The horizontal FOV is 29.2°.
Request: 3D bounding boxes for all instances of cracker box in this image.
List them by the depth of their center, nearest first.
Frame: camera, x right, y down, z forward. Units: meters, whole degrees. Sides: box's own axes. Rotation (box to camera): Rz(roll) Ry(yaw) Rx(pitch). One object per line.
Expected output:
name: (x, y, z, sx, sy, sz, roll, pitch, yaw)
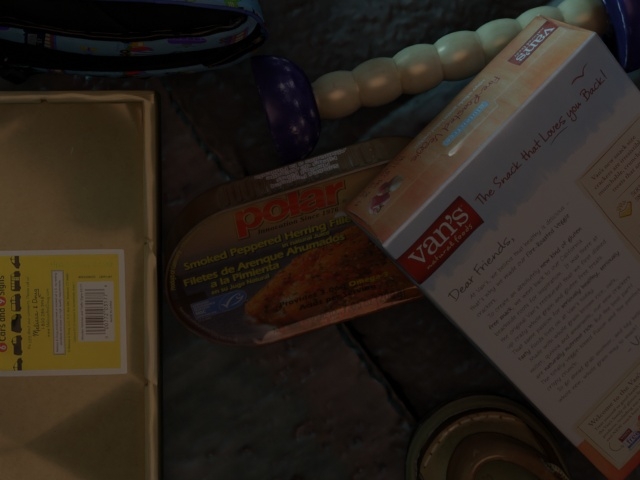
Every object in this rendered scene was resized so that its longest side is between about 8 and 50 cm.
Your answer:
cracker box: (0.147, 0.010, 0.698, 0.156, 0.067, 0.232, -44, 118, 0)

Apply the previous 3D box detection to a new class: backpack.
backpack: (-0.114, -0.151, 0.673, 0.173, 0.158, 0.116, 3, 86, 4)

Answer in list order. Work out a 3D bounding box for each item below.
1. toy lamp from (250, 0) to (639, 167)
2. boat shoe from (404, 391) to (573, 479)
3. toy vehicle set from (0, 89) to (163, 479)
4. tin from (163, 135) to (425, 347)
toy lamp: (0.099, -0.114, 0.727, 0.275, 0.080, 0.080, -15, 93, 1)
boat shoe: (0.147, 0.246, 0.722, 0.123, 0.120, 0.324, -30, 93, 0)
toy vehicle set: (-0.179, 0.043, 0.742, 0.166, 0.035, 0.266, 0, 93, -2)
tin: (0.000, 0.000, 0.724, 0.190, 0.040, 0.106, -16, 132, -2)
